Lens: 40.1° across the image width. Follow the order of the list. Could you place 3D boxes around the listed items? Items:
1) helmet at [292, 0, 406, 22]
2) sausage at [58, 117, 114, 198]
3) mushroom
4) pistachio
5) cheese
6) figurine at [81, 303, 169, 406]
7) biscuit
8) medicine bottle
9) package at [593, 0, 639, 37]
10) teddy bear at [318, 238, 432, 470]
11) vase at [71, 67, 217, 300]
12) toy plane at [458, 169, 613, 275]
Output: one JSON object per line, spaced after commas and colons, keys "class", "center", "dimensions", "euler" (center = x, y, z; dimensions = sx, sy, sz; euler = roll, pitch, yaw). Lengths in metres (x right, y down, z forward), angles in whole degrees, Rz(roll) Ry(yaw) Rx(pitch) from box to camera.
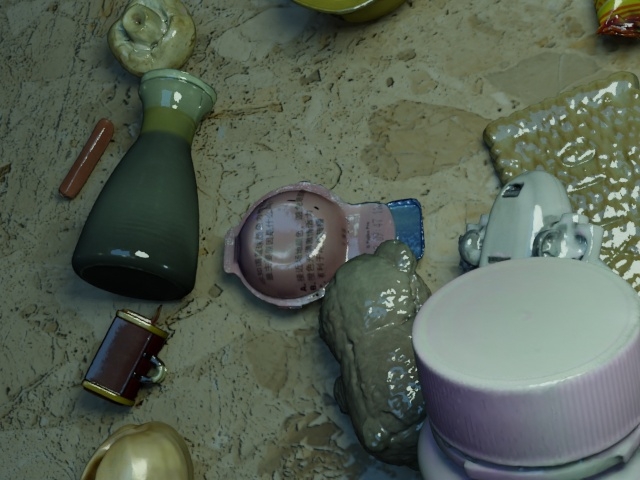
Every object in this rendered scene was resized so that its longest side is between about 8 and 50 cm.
{"class": "helmet", "center": [0.068, -0.395, 1.284], "dimensions": [0.205, 0.140, 0.257], "euler": [24, 75, 26]}
{"class": "sausage", "center": [-0.375, -0.130, 1.408], "dimensions": [0.030, 0.035, 0.147], "euler": [18, 79, 56]}
{"class": "mushroom", "center": [-0.267, -0.328, 1.396], "dimensions": [0.148, 0.112, 0.148], "euler": [-4, 79, 21]}
{"class": "pistachio", "center": [-0.238, 0.351, 1.139], "dimensions": [0.157, 0.157, 0.229], "euler": [-4, 76, 18]}
{"class": "cheese", "center": [0.000, 0.000, 1.208], "dimensions": [0.286, 0.074, 0.188], "euler": [-8, 70, 13]}
{"class": "figurine", "center": [-0.259, 0.161, 1.247], "dimensions": [0.098, 0.082, 0.154], "euler": [26, 81, 12]}
{"class": "biscuit", "center": [0.351, -0.046, 1.115], "dimensions": [0.217, 0.044, 0.324], "euler": [-21, 67, 13]}
{"class": "medicine bottle", "center": [0.222, 0.204, 0.866], "dimensions": [0.256, 0.324, 0.256], "euler": [-13, 26, 7]}
{"class": "package", "center": [0.453, -0.403, 1.175], "dimensions": [0.224, 0.108, 0.288], "euler": [-12, 75, 10]}
{"class": "teddy bear", "center": [0.087, 0.144, 1.079], "dimensions": [0.236, 0.151, 0.267], "euler": [-46, 43, 33]}
{"class": "vase", "center": [-0.243, -0.086, 1.282], "dimensions": [0.173, 0.173, 0.321], "euler": [-1, 66, 19]}
{"class": "toy plane", "center": [0.246, 0.042, 1.040], "dimensions": [0.252, 0.118, 0.252], "euler": [-29, 57, 56]}
